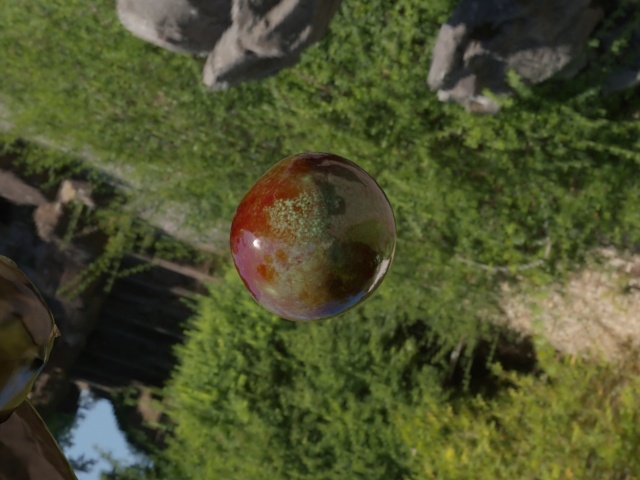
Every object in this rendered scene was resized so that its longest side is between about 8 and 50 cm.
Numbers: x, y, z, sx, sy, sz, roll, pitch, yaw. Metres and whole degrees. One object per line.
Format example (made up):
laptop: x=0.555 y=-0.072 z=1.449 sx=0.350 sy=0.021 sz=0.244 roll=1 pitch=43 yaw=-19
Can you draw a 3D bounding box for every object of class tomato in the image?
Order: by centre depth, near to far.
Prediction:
tomato: x=0.000 y=0.000 z=1.477 sx=0.222 sy=0.270 sz=0.270 roll=20 pitch=173 yaw=30

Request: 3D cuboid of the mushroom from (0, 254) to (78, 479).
mushroom: x=-0.237 y=0.149 z=0.333 sx=0.345 sy=0.345 sz=0.239 roll=11 pitch=137 yaw=40
